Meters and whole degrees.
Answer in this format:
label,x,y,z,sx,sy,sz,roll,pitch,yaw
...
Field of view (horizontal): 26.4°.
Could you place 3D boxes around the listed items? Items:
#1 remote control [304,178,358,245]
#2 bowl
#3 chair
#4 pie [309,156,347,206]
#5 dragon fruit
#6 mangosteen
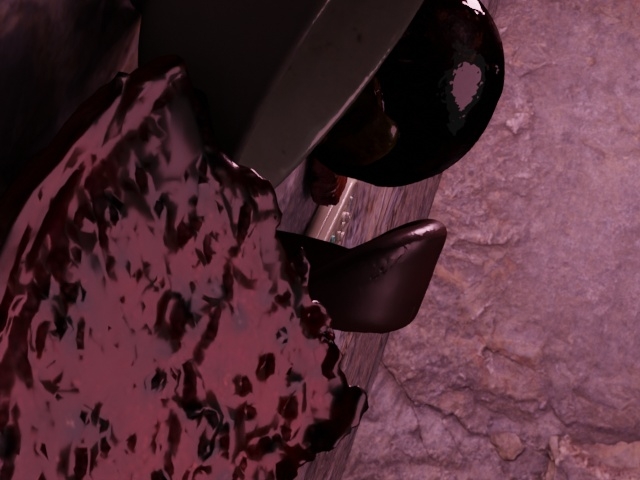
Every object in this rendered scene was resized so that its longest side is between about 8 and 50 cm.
label,x,y,z,sx,sy,sz,roll,pitch,yaw
remote control,0.000,0.000,1.747,0.078,0.042,0.221,97,15,-47
bowl,-0.032,-0.173,0.906,0.289,0.146,0.289,-53,174,-8
chair,-0.040,0.144,1.236,0.226,0.226,0.401,-35,142,-74
pie,0.021,-0.115,1.677,0.153,0.038,0.153,15,90,-81
dragon fruit,-0.182,0.081,0.787,0.329,0.228,0.286,-43,121,-33
mangosteen,0.051,-0.153,1.292,0.265,0.228,0.228,-35,143,-52
